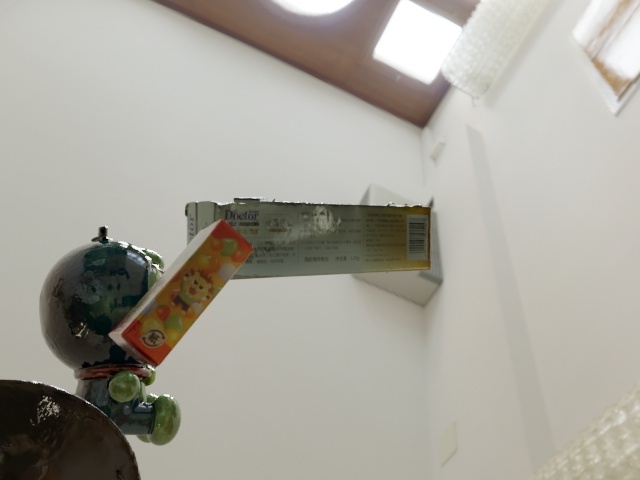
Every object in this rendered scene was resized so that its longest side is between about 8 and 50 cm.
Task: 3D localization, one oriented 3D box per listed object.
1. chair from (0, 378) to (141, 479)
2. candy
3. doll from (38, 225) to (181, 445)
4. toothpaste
[{"bbox_3d":[-0.225,0.280,0.395,0.226,0.227,0.401,17,-164,-19],"label":"chair"},{"bbox_3d":[-0.111,0.042,0.542,0.038,0.062,0.122,44,-113,-15],"label":"candy"},{"bbox_3d":[-0.299,0.137,0.975,0.186,0.198,0.322,-1,-105,-29],"label":"doll"},{"bbox_3d":[0.000,0.000,0.769,0.312,0.089,0.071,-1,-178,-39],"label":"toothpaste"}]
